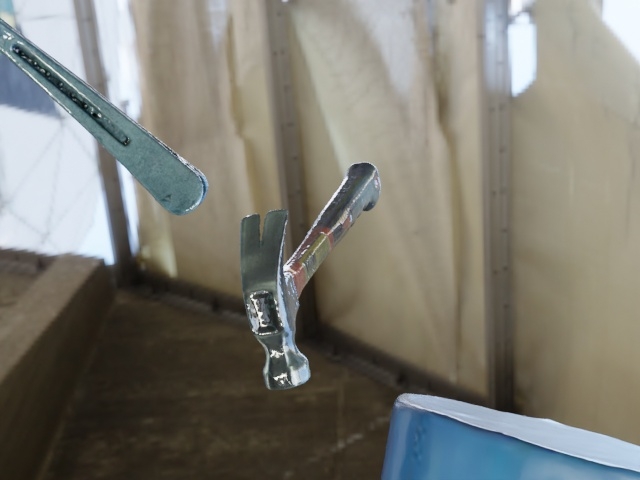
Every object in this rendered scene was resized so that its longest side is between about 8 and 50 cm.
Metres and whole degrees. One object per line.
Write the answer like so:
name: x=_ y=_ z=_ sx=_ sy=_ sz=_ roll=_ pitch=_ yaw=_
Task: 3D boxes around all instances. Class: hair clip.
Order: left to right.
hair clip: x=-0.220 y=-0.121 z=1.147 sx=0.275 sy=0.048 sz=0.083 roll=39 pitch=-174 yaw=-4

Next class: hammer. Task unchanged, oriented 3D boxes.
hammer: x=0.001 y=0.000 z=0.912 sx=0.033 sy=0.111 sz=0.287 roll=-8 pitch=-163 yaw=19

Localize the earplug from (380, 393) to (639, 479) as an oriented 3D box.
earplug: x=0.063 y=0.208 z=0.477 sx=0.132 sy=0.272 sz=0.132 roll=13 pitch=178 yaw=0
